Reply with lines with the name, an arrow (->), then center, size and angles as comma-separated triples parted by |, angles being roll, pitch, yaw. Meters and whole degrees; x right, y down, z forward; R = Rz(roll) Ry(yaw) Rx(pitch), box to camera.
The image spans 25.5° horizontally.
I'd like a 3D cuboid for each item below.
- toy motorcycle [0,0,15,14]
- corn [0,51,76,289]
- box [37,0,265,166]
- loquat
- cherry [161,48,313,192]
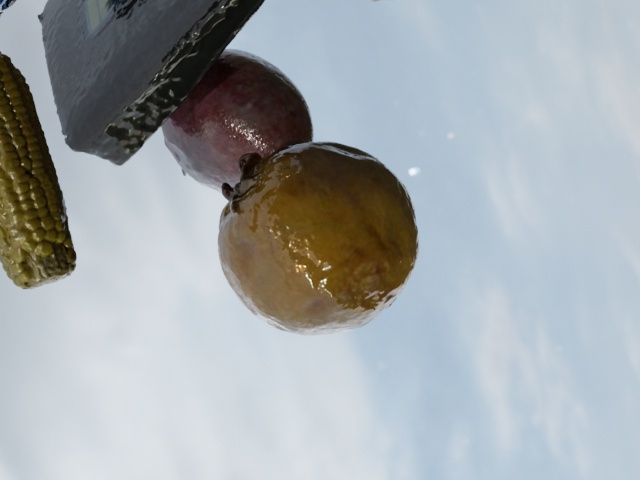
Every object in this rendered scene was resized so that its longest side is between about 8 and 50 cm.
toy motorcycle -> -0.294, -0.305, 1.380 | 0.092, 0.254, 0.135 | 28, -171, -10
corn -> -0.311, -0.077, 1.390 | 0.097, 0.097, 0.262 | 1, -116, -66
box -> -0.201, -0.298, 1.708 | 0.091, 0.350, 0.359 | 27, -152, -38
loquat -> 0.000, 0.000, 1.568 | 0.238, 0.238, 0.193 | 54, -156, -34
cherry -> -0.098, -0.139, 1.756 | 0.175, 0.249, 0.192 | -29, -54, -26
